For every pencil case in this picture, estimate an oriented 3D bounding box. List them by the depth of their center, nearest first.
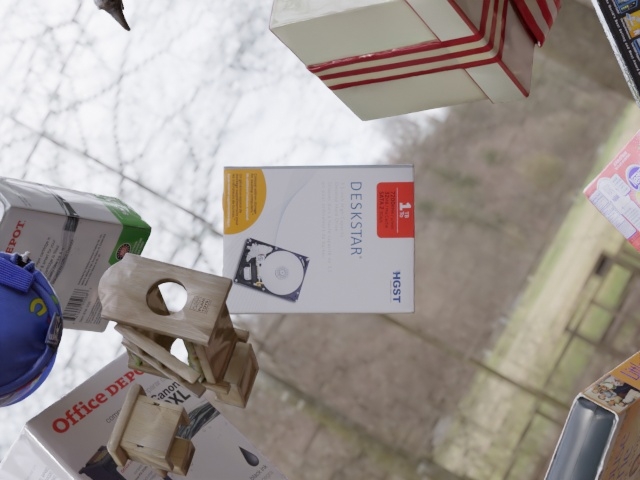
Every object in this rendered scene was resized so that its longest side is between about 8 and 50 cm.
[{"bbox_3d":[-0.286,0.080,1.271,0.133,0.119,0.306,-58,5,-12],"label":"pencil case"}]

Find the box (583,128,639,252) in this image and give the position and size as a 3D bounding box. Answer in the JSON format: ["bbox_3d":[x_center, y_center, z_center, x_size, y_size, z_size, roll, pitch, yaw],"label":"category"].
[{"bbox_3d":[0.457,-0.091,1.803,0.142,0.154,0.300,-42,-9,-14],"label":"box"}]

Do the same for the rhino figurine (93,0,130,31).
[{"bbox_3d":[-0.240,-0.326,1.480,0.073,0.243,0.106,-23,4,16],"label":"rhino figurine"}]

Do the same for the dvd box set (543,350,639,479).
[{"bbox_3d":[0.390,0.276,1.862,0.420,0.062,0.308,-19,-50,-55],"label":"dvd box set"}]

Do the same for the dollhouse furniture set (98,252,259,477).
[{"bbox_3d":[-0.133,0.128,1.195,0.182,0.101,0.161,80,-154,-62],"label":"dollhouse furniture set"}]

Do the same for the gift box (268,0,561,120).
[{"bbox_3d":[0.115,-0.318,1.661,0.255,0.258,0.276,34,-123,-51],"label":"gift box"}]

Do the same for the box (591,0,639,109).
[{"bbox_3d":[0.445,-0.196,1.586,0.216,0.270,0.060,-24,3,9],"label":"box"}]

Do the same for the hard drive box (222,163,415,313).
[{"bbox_3d":[0.000,0.000,1.773,0.089,0.232,0.181,46,-138,-85],"label":"hard drive box"}]

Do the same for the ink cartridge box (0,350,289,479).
[{"bbox_3d":[-0.152,0.232,1.345,0.172,0.237,0.100,-37,-14,-47],"label":"ink cartridge box"}]

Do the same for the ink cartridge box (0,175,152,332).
[{"bbox_3d":[-0.325,0.017,1.704,0.208,0.087,0.153,11,-67,-46],"label":"ink cartridge box"}]
